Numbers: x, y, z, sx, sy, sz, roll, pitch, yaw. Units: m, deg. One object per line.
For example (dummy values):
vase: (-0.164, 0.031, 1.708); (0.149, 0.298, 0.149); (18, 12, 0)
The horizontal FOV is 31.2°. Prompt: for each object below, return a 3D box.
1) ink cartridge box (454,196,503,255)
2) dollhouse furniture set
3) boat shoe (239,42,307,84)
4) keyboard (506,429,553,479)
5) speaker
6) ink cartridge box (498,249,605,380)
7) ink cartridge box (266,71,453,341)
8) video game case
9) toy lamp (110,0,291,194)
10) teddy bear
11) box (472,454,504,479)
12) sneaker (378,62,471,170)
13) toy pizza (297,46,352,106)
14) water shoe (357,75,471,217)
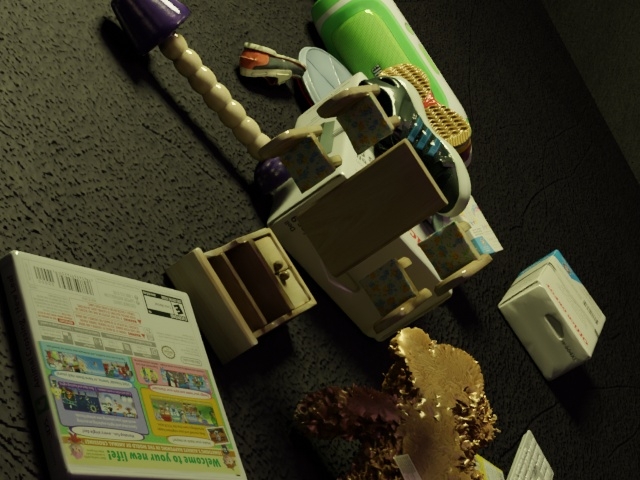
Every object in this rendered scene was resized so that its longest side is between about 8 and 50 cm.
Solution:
ink cartridge box: (0.179, -0.022, 1.652); (0.143, 0.090, 0.092); (61, 25, 9)
dollhouse furniture set: (0.000, 0.000, 1.107); (0.212, 0.242, 0.161); (58, 24, 4)
boat shoe: (-0.063, -0.228, 1.519); (0.137, 0.049, 0.043); (6, 96, -63)
keyboard: (0.264, 0.326, 1.472); (0.072, 0.014, 0.256); (55, 24, -2)
speaker: (0.108, -0.260, 1.770); (0.296, 0.131, 0.131); (57, 24, 3)
ink cartridge box: (0.375, 0.117, 1.849); (0.148, 0.086, 0.203); (56, 25, 1)
ink cartridge box: (0.061, -0.047, 1.425); (0.211, 0.121, 0.289); (46, 26, -20)
video game case: (-0.158, 0.112, 0.942); (0.212, 0.023, 0.193); (20, 42, -54)
toy lamp: (-0.127, -0.177, 1.293); (0.274, 0.080, 0.080); (48, 25, -18)
teddy bear: (0.081, 0.243, 1.120); (0.245, 0.113, 0.338); (17, 43, -19)
box: (0.150, 0.277, 1.288); (0.179, 0.043, 0.105); (40, 30, -36)
sneaker: (0.129, -0.150, 1.466); (0.084, 0.070, 0.185); (79, -16, -48)
toy pizza: (0.028, -0.190, 1.652); (0.201, 0.032, 0.201); (44, 26, -28)
water shoe: (0.102, -0.108, 1.365); (0.080, 0.073, 0.203); (-6, 56, -39)
